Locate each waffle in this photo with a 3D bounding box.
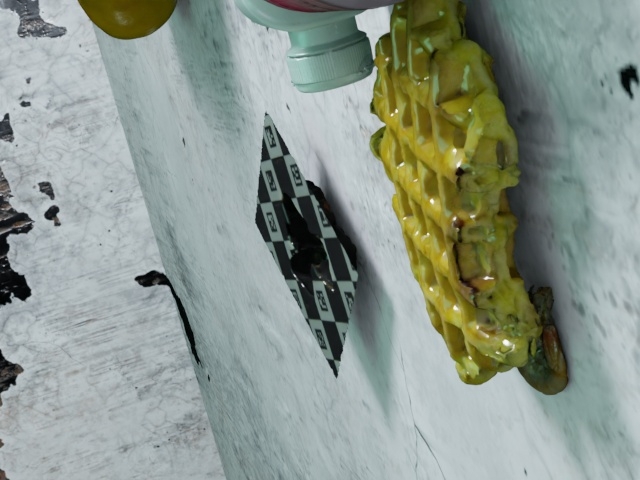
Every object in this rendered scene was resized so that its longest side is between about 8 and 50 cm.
[{"bbox_3d":[0.089,-0.038,0.922,0.291,0.051,0.291,168,90,-82],"label":"waffle"}]

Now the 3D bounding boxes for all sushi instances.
[{"bbox_3d":[0.000,0.000,1.460,0.231,0.047,0.219,61,160,28],"label":"sushi"}]

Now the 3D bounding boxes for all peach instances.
[{"bbox_3d":[-0.303,-0.419,1.969,0.251,0.153,0.251,164,90,-83],"label":"peach"}]

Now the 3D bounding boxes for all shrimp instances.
[{"bbox_3d":[0.154,0.071,0.916,0.059,0.023,0.108,56,162,26],"label":"shrimp"}]

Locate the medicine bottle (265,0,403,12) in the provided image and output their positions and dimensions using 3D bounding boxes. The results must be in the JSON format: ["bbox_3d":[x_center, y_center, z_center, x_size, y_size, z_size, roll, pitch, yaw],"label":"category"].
[{"bbox_3d":[0.017,-0.214,0.831,0.247,0.147,0.147,-147,41,-73],"label":"medicine bottle"}]

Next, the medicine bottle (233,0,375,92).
[{"bbox_3d":[-0.015,-0.229,1.007,0.083,0.121,0.229,-146,39,-70],"label":"medicine bottle"}]
